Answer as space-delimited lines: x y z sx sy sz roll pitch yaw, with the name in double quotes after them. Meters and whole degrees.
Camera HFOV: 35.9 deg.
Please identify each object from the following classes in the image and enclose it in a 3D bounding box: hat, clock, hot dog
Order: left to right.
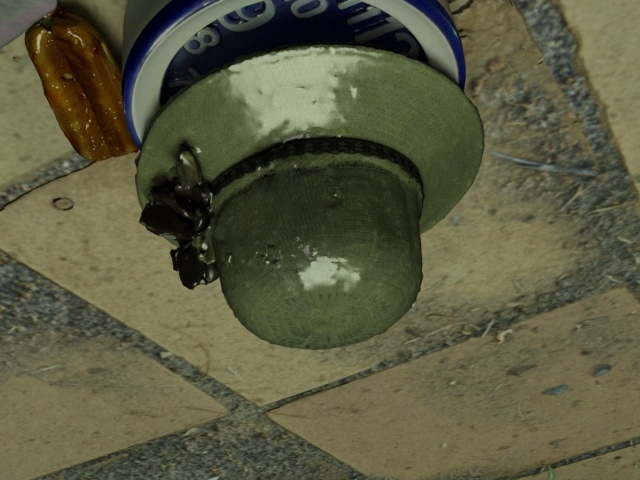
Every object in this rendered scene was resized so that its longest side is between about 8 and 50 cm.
-0.166 -0.110 0.694 0.062 0.038 0.144 -8 144 4 "hot dog"
-0.020 -0.119 0.679 0.230 0.083 0.230 -7 144 -5 "clock"
0.000 0.000 0.673 0.257 0.130 0.257 -6 145 -4 "hat"

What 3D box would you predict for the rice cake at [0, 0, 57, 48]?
-0.279 -0.108 0.609 0.365 0.056 0.072 -23 139 36 "rice cake"
